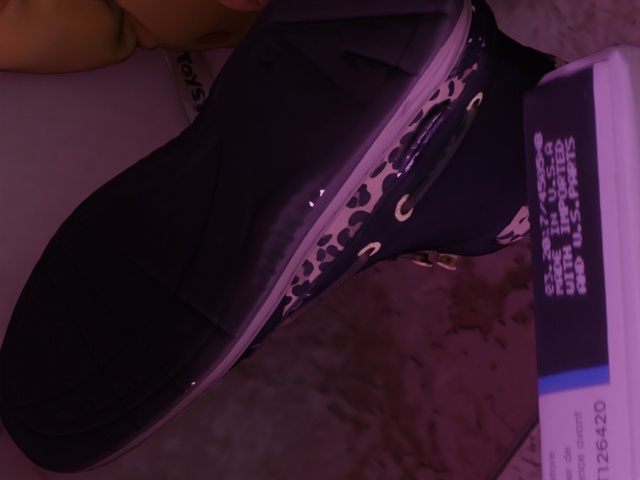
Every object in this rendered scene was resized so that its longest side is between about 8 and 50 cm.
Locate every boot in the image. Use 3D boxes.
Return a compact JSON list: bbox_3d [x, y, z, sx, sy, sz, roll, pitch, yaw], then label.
[{"bbox_3d":[0.002,0.000,0.680,0.085,0.236,0.179,48,16,26],"label":"boot"}]

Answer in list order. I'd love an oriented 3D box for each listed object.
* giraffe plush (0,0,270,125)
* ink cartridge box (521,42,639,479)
[{"bbox_3d":[-0.056,-0.138,0.655,0.210,0.170,0.181,50,61,-6],"label":"giraffe plush"},{"bbox_3d":[0.219,0.096,0.664,0.307,0.072,0.303,6,75,-32],"label":"ink cartridge box"}]
